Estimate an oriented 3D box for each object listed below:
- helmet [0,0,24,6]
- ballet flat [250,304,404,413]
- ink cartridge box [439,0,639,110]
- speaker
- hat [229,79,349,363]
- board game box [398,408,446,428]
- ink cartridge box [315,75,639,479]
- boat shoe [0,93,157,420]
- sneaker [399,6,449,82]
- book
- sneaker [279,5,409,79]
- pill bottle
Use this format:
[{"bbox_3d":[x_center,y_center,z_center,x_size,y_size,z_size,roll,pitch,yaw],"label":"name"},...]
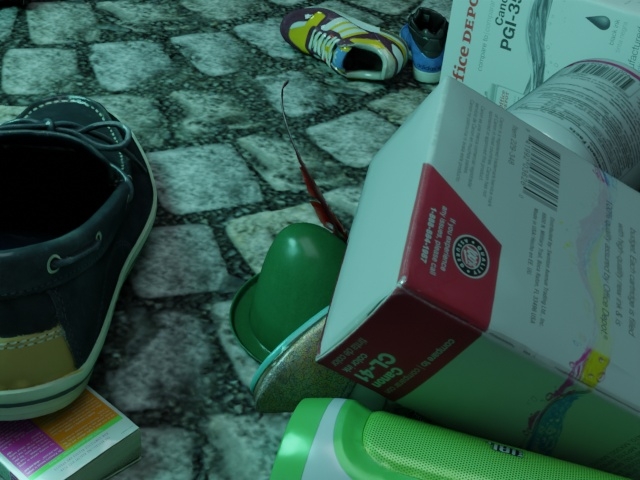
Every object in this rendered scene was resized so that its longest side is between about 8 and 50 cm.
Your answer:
[{"bbox_3d":[-0.480,-0.406,1.470,0.169,0.161,0.169,3,36,-3],"label":"helmet"},{"bbox_3d":[0.082,0.076,0.888,0.106,0.107,0.316,40,48,22],"label":"ballet flat"},{"bbox_3d":[0.294,-0.216,1.271,0.283,0.207,0.117,25,39,26],"label":"ink cartridge box"},{"bbox_3d":[0.116,0.200,0.743,0.297,0.131,0.131,14,37,11],"label":"speaker"},{"bbox_3d":[0.000,0.000,0.953,0.208,0.183,0.173,25,40,24],"label":"hat"},{"bbox_3d":[0.195,0.122,0.944,0.260,0.030,0.136,-16,43,-27],"label":"board game box"},{"bbox_3d":[0.173,0.049,0.822,0.306,0.131,0.226,30,47,-14],"label":"ink cartridge box"},{"bbox_3d":[-0.254,-0.042,0.989,0.187,0.156,0.500,-1,29,-3],"label":"boat shoe"},{"bbox_3d":[0.142,-0.285,1.451,0.058,0.084,0.152,3,36,-4],"label":"sneaker"},{"bbox_3d":[-0.226,0.147,0.851,0.096,0.035,0.144,-28,46,-36],"label":"book"},{"bbox_3d":[0.022,-0.261,1.416,0.185,0.069,0.084,17,32,17],"label":"sneaker"},{"bbox_3d":[0.237,-0.072,1.104,0.160,0.160,0.283,27,41,27],"label":"pill bottle"}]
